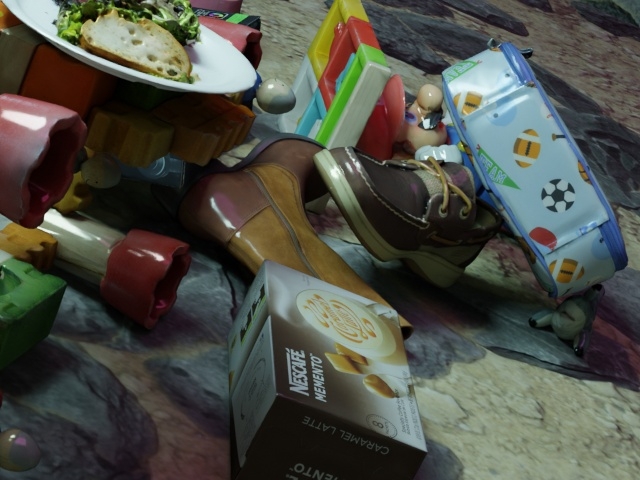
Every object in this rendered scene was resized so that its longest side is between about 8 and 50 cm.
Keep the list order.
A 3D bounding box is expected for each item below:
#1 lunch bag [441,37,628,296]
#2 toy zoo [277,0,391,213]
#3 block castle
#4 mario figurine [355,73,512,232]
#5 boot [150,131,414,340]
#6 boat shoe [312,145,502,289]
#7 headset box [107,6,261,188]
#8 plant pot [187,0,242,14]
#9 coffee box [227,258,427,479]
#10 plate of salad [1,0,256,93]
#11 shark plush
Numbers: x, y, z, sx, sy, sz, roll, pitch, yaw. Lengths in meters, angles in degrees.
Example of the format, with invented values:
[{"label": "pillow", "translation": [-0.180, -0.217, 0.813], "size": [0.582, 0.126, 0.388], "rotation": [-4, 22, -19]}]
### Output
[{"label": "lunch bag", "translation": [0.237, -0.083, 1.963], "size": [0.303, 0.115, 0.243], "rotation": [64, 6, 4]}, {"label": "toy zoo", "translation": [0.009, -0.178, 2.082], "size": [0.030, 0.192, 0.293], "rotation": [20, 24, -17]}, {"label": "block castle", "translation": [-0.196, -0.025, 1.366], "size": [0.213, 0.303, 0.453], "rotation": [24, 21, 10]}, {"label": "mario figurine", "translation": [0.170, -0.120, 2.154], "size": [0.320, 0.170, 0.198], "rotation": [24, -13, -27]}, {"label": "boot", "translation": [0.000, 0.000, 1.807], "size": [0.280, 0.096, 0.264], "rotation": [41, 23, 28]}, {"label": "boat shoe", "translation": [0.105, -0.044, 1.843], "size": [0.342, 0.123, 0.123], "rotation": [32, 25, -59]}, {"label": "headset box", "translation": [-0.212, -0.163, 1.773], "size": [0.283, 0.131, 0.246], "rotation": [11, 20, 12]}, {"label": "plant pot", "translation": [-0.181, -0.231, 2.001], "size": [0.201, 0.180, 0.201], "rotation": [24, 22, -10]}, {"label": "coffee box", "translation": [-0.001, 0.131, 1.500], "size": [0.141, 0.098, 0.246], "rotation": [22, 22, -13]}, {"label": "plate of salad", "translation": [-0.136, -0.161, 1.266], "size": [0.200, 0.048, 0.200], "rotation": [20, 21, -8]}, {"label": "shark plush", "translation": [0.310, 0.080, 2.009], "size": [0.073, 0.067, 0.161], "rotation": [38, 24, 26]}]
